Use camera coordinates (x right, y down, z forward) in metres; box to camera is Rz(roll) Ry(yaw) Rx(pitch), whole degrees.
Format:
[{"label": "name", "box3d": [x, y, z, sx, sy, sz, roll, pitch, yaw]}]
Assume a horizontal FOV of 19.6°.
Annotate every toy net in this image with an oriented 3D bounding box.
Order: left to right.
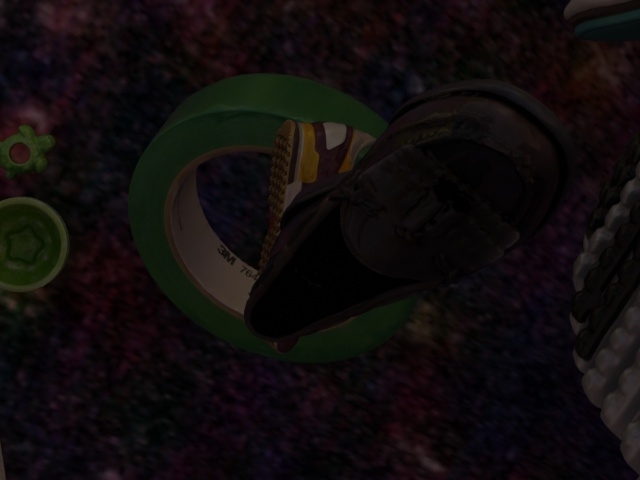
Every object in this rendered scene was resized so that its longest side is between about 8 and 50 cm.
[{"label": "toy net", "box3d": [-0.298, -0.010, 1.322, 0.232, 0.045, 0.122, -10, 93, -1]}]

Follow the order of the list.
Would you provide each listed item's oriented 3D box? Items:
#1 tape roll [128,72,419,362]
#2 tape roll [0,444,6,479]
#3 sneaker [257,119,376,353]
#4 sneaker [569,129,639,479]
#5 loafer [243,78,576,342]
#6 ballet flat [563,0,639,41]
[{"label": "tape roll", "box3d": [-0.039, -0.019, 1.931, 0.321, 0.321, 0.077, -7, 32, 28]}, {"label": "tape roll", "box3d": [-0.300, 0.235, 1.210, 0.392, 0.072, 0.392, -18, 69, 58]}, {"label": "sneaker", "box3d": [0.000, 0.000, 1.452, 0.069, 0.084, 0.185, -137, 53, -74]}, {"label": "sneaker", "box3d": [0.190, 0.065, 0.832, 0.110, 0.118, 0.292, 118, 155, -46]}, {"label": "loafer", "box3d": [0.043, -0.001, 1.086, 0.095, 0.109, 0.302, -52, 10, -26]}, {"label": "ballet flat", "box3d": [0.312, -0.222, 1.341, 0.400, 0.139, 0.139, 2, 71, 67]}]
